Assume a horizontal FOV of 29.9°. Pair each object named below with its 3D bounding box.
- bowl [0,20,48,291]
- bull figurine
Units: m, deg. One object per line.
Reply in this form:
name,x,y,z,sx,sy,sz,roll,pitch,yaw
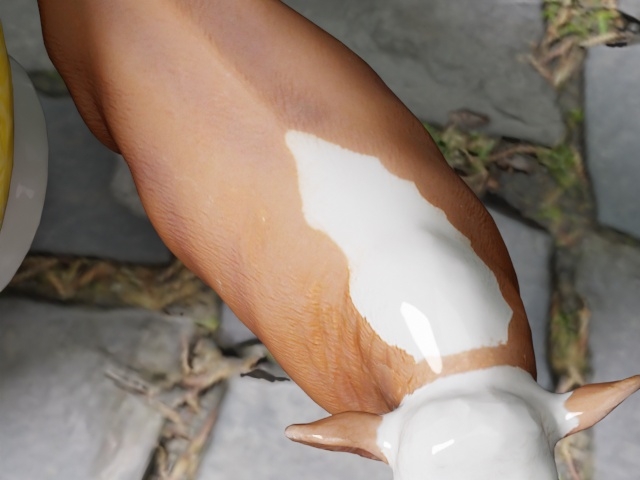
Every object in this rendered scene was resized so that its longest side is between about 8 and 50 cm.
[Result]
bowl,-0.199,-0.032,0.449,0.156,0.289,0.290,10,63,-50
bull figurine,0.000,0.000,0.446,0.101,0.188,0.310,-32,67,-6
